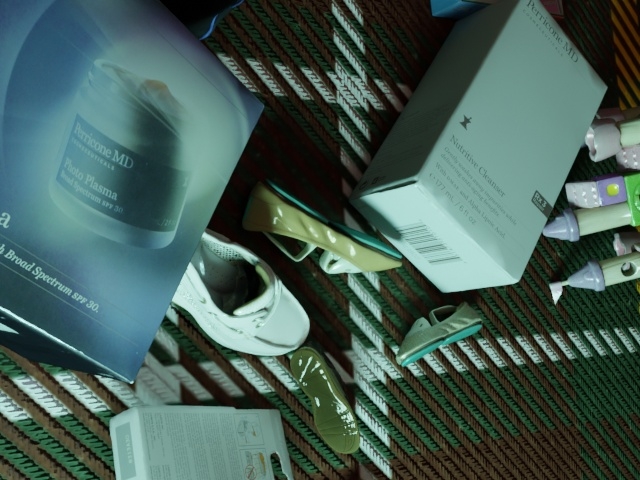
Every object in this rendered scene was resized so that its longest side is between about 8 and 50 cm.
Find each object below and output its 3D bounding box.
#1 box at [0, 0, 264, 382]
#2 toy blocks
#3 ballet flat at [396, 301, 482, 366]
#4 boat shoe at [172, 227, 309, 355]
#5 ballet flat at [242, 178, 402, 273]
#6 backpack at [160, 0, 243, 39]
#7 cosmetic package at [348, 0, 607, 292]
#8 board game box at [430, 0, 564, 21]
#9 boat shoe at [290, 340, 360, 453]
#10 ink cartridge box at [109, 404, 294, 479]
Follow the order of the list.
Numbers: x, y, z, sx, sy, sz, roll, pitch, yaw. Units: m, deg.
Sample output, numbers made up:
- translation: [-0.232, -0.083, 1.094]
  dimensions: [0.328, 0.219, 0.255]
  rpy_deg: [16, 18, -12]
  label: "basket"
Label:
- translation: [-0.244, -0.081, 0.681]
  dimensions: [0.296, 0.182, 0.294]
  rpy_deg: [41, 61, -40]
  label: "box"
- translation: [0.467, -0.058, 1.253]
  dimensions: [0.260, 0.309, 0.289]
  rpy_deg: [-13, 101, 6]
  label: "toy blocks"
- translation: [0.156, 0.127, 1.132]
  dimensions: [0.168, 0.057, 0.052]
  rpy_deg: [-16, 65, -39]
  label: "ballet flat"
- translation: [-0.089, 0.061, 0.904]
  dimensions: [0.277, 0.096, 0.098]
  rpy_deg: [37, 63, -44]
  label: "boat shoe"
- translation: [0.000, 0.000, 1.030]
  dimensions: [0.232, 0.080, 0.073]
  rpy_deg: [28, 96, -27]
  label: "ballet flat"
- translation: [-0.196, -0.336, 0.822]
  dimensions: [0.263, 0.276, 0.213]
  rpy_deg: [13, 71, -27]
  label: "backpack"
- translation: [0.232, -0.142, 1.151]
  dimensions: [0.217, 0.156, 0.385]
  rpy_deg: [41, 63, -22]
  label: "cosmetic package"
- translation: [0.263, -0.504, 1.279]
  dimensions: [0.242, 0.064, 0.317]
  rpy_deg: [-4, 85, -36]
  label: "board game box"
- translation: [0.013, 0.192, 1.010]
  dimensions: [0.152, 0.056, 0.049]
  rpy_deg: [68, 22, -15]
  label: "boat shoe"
- translation: [-0.117, 0.275, 0.888]
  dimensions: [0.224, 0.056, 0.181]
  rpy_deg: [16, 53, -51]
  label: "ink cartridge box"
